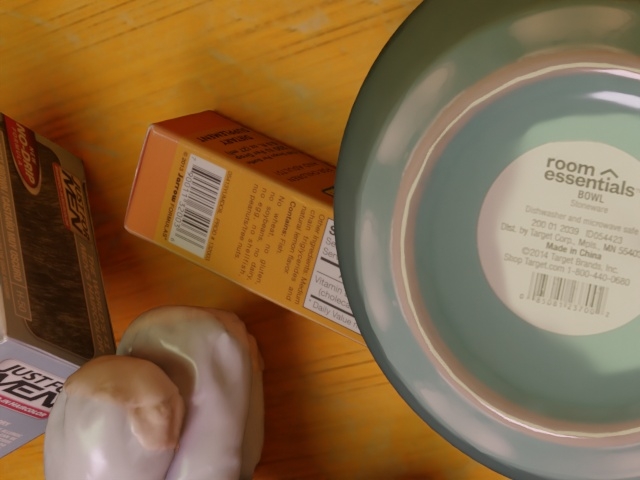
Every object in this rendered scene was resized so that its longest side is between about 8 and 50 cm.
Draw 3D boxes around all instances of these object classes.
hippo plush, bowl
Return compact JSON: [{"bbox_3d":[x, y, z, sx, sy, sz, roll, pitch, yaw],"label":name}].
[{"bbox_3d":[-0.044,0.189,0.980,0.236,0.294,0.234,24,137,15],"label":"hippo plush"},{"bbox_3d":[0.138,-0.003,0.817,0.311,0.163,0.311,2,98,14],"label":"bowl"}]

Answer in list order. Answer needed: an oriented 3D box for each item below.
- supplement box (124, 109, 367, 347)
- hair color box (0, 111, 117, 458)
[{"bbox_3d":[0.000,0.000,1.004,0.233,0.078,0.080,27,112,22],"label":"supplement box"},{"bbox_3d":[-0.317,0.087,1.112,0.374,0.113,0.185,-30,55,22],"label":"hair color box"}]
